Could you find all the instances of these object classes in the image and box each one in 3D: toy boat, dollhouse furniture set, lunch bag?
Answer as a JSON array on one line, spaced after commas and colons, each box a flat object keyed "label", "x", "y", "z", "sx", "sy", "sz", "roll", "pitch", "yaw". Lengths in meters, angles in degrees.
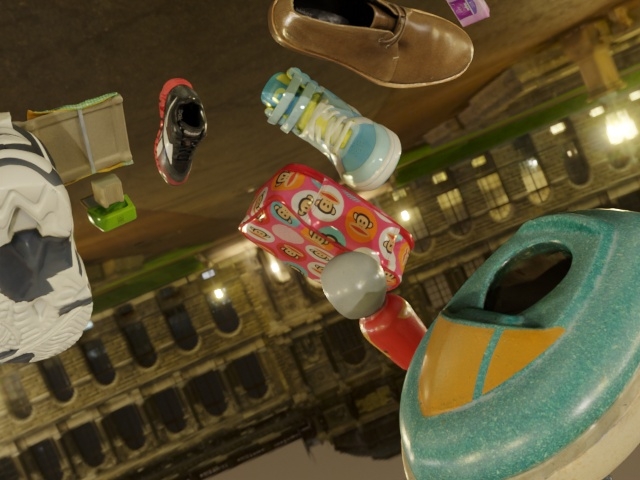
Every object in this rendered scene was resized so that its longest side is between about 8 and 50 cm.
[{"label": "toy boat", "x": 0.115, "y": 0.072, "z": 0.475, "sx": 0.267, "sy": 0.148, "sz": 0.318, "roll": -49, "pitch": -161, "yaw": -20}, {"label": "dollhouse furniture set", "x": -0.502, "y": -0.162, "z": 1.155, "sx": 0.197, "sy": 0.151, "sz": 0.301, "roll": -30, "pitch": 142, "yaw": -35}, {"label": "lunch bag", "x": 0.000, "y": 0.000, "z": 1.081, "sx": 0.258, "sy": 0.293, "sz": 0.120, "roll": -30, "pitch": -148, "yaw": 59}]

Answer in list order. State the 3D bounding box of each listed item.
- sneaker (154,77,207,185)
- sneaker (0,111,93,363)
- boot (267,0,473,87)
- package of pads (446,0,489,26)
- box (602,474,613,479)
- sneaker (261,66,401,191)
[{"label": "sneaker", "x": -0.348, "y": -0.257, "z": 1.443, "sx": 0.098, "sy": 0.276, "sz": 0.135, "roll": -8, "pitch": -150, "yaw": -37}, {"label": "sneaker", "x": -0.271, "y": -0.007, "z": 0.518, "sx": 0.094, "sy": 0.153, "sz": 0.235, "roll": -14, "pitch": 140, "yaw": -23}, {"label": "boot", "x": 0.088, "y": -0.276, "z": 0.783, "sx": 0.305, "sy": 0.112, "sz": 0.115, "roll": 6, "pitch": -173, "yaw": -19}, {"label": "package of pads", "x": 0.244, "y": -0.400, "z": 0.967, "sx": 0.050, "sy": 0.032, "sz": 0.083, "roll": -15, "pitch": 149, "yaw": 33}, {"label": "box", "x": 0.565, "y": 0.631, "z": 1.385, "sx": 0.183, "sy": 0.059, "sz": 0.232, "roll": -7, "pitch": 144, "yaw": -24}, {"label": "sneaker", "x": 0.001, "y": -0.204, "z": 1.025, "sx": 0.127, "sy": 0.208, "sz": 0.319, "roll": -57, "pitch": -150, "yaw": 11}]
